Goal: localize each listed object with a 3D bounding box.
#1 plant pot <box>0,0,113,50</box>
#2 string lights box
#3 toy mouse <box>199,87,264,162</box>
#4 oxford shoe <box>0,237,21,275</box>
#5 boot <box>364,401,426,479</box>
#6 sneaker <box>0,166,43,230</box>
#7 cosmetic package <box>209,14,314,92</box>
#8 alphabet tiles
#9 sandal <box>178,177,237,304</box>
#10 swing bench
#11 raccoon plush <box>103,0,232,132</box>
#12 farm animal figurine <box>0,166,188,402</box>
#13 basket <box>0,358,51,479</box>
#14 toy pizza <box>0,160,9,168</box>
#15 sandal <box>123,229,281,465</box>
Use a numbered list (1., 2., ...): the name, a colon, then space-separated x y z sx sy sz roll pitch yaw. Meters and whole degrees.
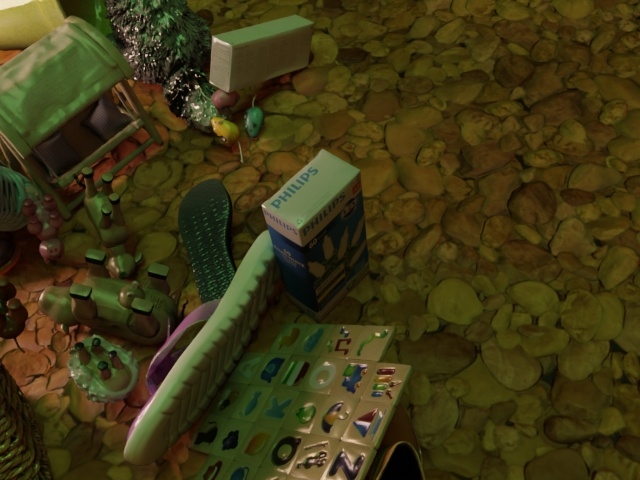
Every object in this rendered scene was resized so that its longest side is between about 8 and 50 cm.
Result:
1. plant pot: -0.619 -0.530 1.556 0.254 0.276 0.276 -7 53 16
2. string lights box: 0.000 0.000 1.082 0.077 0.259 0.133 34 66 26
3. toy mouse: -0.157 -0.254 1.382 0.161 0.031 0.143 48 54 -9
4. oxford shoe: -0.669 0.026 1.243 0.272 0.098 0.096 -7 54 2
5. boot: 0.082 0.287 0.889 0.109 0.220 0.283 3 55 5
6. sneaker: -0.536 -0.080 1.183 0.150 0.366 0.135 -5 94 -27
7. cosmetic package: -0.115 -0.377 1.413 0.060 0.098 0.239 33 41 25
8. alphabet tiles: -0.039 0.232 0.960 0.343 0.011 0.285 -5 46 46
9. sandal: -0.190 0.009 1.234 0.097 0.054 0.254 -13 64 6
10. swing bench: -0.465 -0.226 1.302 0.165 0.254 0.253 32 64 25
11. raccoon plush: -0.308 -0.462 1.424 0.216 0.299 0.446 -39 60 -20
12. farm animal figurine: -0.363 0.074 1.145 0.327 0.172 0.330 27 54 10
13. basket: -0.580 0.310 1.036 0.299 0.223 0.213 -28 23 -13
14. toy pizza: -0.678 -0.121 1.298 0.202 0.201 0.032 -6 76 3
15. sandal: -0.179 0.146 1.060 0.102 0.169 0.416 24 53 14
